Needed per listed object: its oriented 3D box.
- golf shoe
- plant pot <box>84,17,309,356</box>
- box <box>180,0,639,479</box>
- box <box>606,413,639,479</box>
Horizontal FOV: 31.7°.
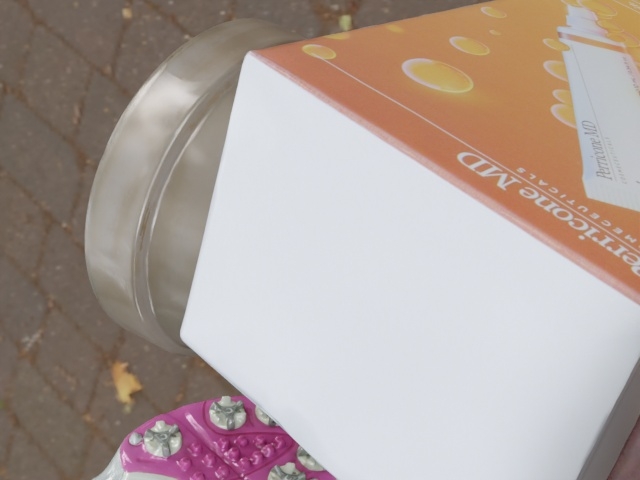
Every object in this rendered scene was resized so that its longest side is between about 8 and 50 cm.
[{"bbox_3d":[-0.115,0.205,0.766,0.115,0.306,0.140,51,149,34],"label":"golf shoe"},{"bbox_3d":[0.000,0.000,1.010,0.280,0.323,0.323,28,122,29],"label":"plant pot"},{"bbox_3d":[0.134,-0.007,0.592,0.215,0.345,0.168,36,127,28],"label":"box"},{"bbox_3d":[0.199,0.133,0.336,0.203,0.167,0.168,33,105,41],"label":"box"}]
